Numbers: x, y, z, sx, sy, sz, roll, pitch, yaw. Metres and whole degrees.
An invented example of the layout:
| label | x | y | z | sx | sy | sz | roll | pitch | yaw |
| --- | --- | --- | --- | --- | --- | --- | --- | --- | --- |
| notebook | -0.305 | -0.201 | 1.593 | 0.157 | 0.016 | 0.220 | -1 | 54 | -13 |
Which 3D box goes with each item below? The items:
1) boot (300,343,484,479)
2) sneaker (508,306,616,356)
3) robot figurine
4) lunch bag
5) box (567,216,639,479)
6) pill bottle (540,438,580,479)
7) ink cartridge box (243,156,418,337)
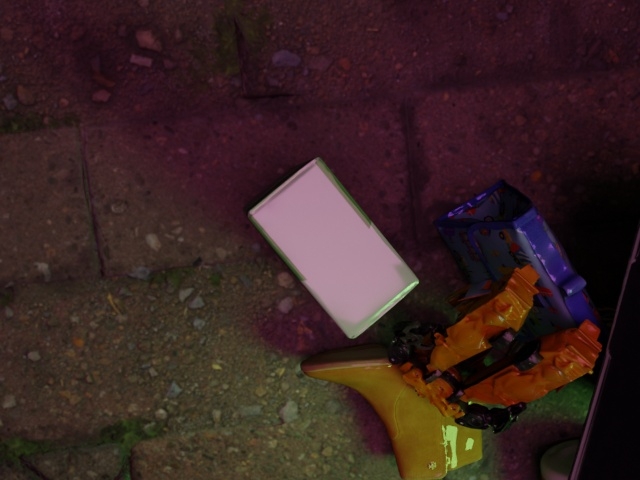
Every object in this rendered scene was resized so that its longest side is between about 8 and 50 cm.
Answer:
| label | x | y | z | sx | sy | sz | roll | pitch | yaw |
| --- | --- | --- | --- | --- | --- | --- | --- | --- | --- |
| boot | 0.118 | 0.272 | 1.085 | 0.295 | 0.104 | 0.211 | -2 | 96 | -9 |
| sneaker | 0.399 | 0.169 | 1.109 | 0.215 | 0.083 | 0.084 | -26 | 99 | 0 |
| robot figurine | 0.217 | 0.153 | 0.926 | 0.211 | 0.291 | 0.085 | 43 | 54 | 0 |
| lunch bag | 0.303 | 0.043 | 0.980 | 0.138 | 0.293 | 0.221 | -31 | 98 | -1 |
| box | 0.598 | 0.125 | 0.903 | 0.472 | 0.297 | 0.480 | 6 | 98 | -51 |
| pill bottle | 0.445 | 0.473 | 1.111 | 0.152 | 0.152 | 0.272 | -10 | 98 | -4 |
| ink cartridge box | 0.000 | 0.000 | 0.959 | 0.117 | 0.278 | 0.201 | -40 | 98 | -3 |
